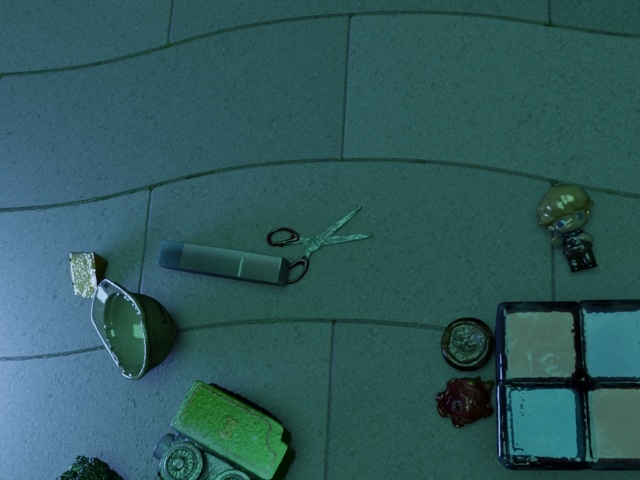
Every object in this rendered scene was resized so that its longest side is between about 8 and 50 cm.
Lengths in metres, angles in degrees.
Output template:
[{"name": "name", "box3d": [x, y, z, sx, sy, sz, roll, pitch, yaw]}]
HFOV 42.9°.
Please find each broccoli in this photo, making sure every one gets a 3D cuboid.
[{"name": "broccoli", "box3d": [-0.538, 0.590, 1.866, 0.195, 0.156, 0.195, 4, 82, -27]}]

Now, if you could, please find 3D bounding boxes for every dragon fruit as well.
[{"name": "dragon fruit", "box3d": [0.315, 0.350, 1.775, 0.126, 0.068, 0.112, -4, 75, 13]}]

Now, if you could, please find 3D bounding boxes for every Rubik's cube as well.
[{"name": "Rubik's cube", "box3d": [0.508, 0.294, 1.617, 0.318, 0.316, 0.313, -2, 75, 13]}]

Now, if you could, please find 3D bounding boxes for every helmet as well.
[{"name": "helmet", "box3d": [-0.424, 0.203, 1.946, 0.257, 0.137, 0.204, 52, 129, 27]}]

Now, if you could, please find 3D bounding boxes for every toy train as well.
[{"name": "toy train", "box3d": [-0.205, 0.473, 1.812, 0.307, 0.173, 0.249, 24, 73, 18]}]

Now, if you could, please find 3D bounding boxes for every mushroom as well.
[{"name": "mushroom", "box3d": [0.327, 0.231, 1.812, 0.123, 0.052, 0.123, -5, 68, 13]}]

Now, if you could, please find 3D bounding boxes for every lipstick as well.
[{"name": "lipstick", "box3d": [-0.235, 0.055, 1.968, 0.317, 0.066, 0.068, 8, 79, 18]}]

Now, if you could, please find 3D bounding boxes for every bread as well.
[{"name": "bread", "box3d": [-0.593, 0.089, 2.042, 0.084, 0.080, 0.109, 3, 74, 16]}]

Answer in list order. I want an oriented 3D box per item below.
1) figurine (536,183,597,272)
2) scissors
[{"name": "figurine", "box3d": [0.552, -0.028, 1.809, 0.114, 0.108, 0.196, -17, 78, 34]}, {"name": "scissors", "box3d": [0.000, 0.000, 1.968, 0.247, 0.017, 0.144, -23, 72, 5]}]
